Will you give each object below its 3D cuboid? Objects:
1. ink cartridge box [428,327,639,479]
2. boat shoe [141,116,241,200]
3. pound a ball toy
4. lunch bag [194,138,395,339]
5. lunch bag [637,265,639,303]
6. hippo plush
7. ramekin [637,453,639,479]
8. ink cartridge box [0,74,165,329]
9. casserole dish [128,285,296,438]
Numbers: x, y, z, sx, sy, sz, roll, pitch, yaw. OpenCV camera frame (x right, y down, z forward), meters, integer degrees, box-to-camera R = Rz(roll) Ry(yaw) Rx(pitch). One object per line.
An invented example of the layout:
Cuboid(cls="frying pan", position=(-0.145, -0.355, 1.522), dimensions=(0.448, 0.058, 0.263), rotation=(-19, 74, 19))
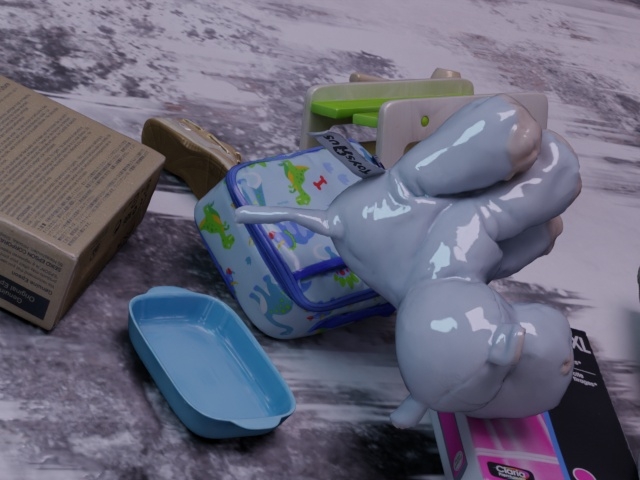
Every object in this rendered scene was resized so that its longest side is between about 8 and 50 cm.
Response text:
Cuboid(cls="ink cartridge box", position=(0.187, 0.147, 1.623), dimensions=(0.176, 0.069, 0.371), rotation=(15, 28, -17))
Cuboid(cls="boat shoe", position=(-0.110, -0.078, 1.756), dimensions=(0.170, 0.063, 0.059), rotation=(40, 38, 27))
Cuboid(cls="pound a ball toy", position=(0.106, -0.115, 1.950), dimensions=(0.319, 0.135, 0.208), rotation=(-7, 17, -44))
Cuboid(cls="lunch bag", position=(0.000, 0.000, 1.654), dimensions=(0.219, 0.090, 0.176), rotation=(-12, 68, -47))
Cuboid(cls="lunch bag", position=(0.477, 0.109, 1.803), dimensions=(0.287, 0.169, 0.235), rotation=(14, 34, -5))
Cuboid(cls="hippo plush", position=(0.132, 0.026, 1.478), dimensions=(0.294, 0.234, 0.236), rotation=(20, 36, -40))
Cuboid(cls="ramekin", position=(0.411, 0.235, 1.510), dimensions=(0.277, 0.135, 0.277), rotation=(35, 19, -14))
Cuboid(cls="ink cartridge box", position=(-0.272, -0.042, 1.546), dimensions=(0.193, 0.088, 0.234), rotation=(26, 30, 4))
Cuboid(cls="casserole dish", position=(-0.099, 0.111, 1.483), dimensions=(0.114, 0.037, 0.188), rotation=(0, 37, -38))
